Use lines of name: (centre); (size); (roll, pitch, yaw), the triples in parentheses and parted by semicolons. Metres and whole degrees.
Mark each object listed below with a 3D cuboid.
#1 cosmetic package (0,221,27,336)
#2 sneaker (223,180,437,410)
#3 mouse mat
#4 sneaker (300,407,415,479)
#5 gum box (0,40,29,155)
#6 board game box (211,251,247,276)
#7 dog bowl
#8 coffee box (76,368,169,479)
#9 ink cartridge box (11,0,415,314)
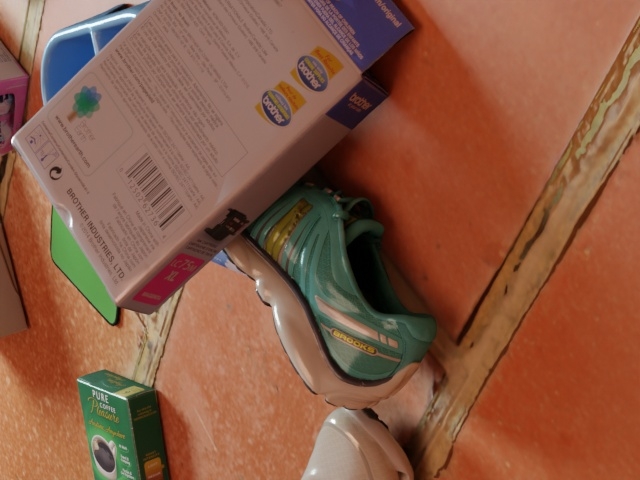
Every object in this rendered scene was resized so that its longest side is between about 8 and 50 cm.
cosmetic package: (-0.474, -0.022, 1.725); (0.160, 0.113, 0.310); (-6, 100, 55)
sneaker: (0.000, 0.000, 1.106); (0.110, 0.107, 0.275); (-46, 64, 26)
mouse mat: (-0.250, -0.019, 1.505); (0.152, 0.007, 0.190); (41, 133, 38)
sneaker: (0.005, 0.266, 1.171); (0.110, 0.118, 0.292); (39, 132, 42)
gum box: (-0.401, -0.186, 1.595); (0.188, 0.062, 0.107); (48, 139, 32)
board game box: (-0.103, -0.014, 1.254); (0.090, 0.020, 0.090); (20, 149, 50)
dog bowl: (-0.164, -0.137, 1.276); (0.297, 0.074, 0.166); (0, 103, 54)
coffee box: (-0.208, 0.239, 1.523); (0.113, 0.040, 0.184); (10, 112, 52)
ink cartridge box: (-0.081, -0.111, 1.086); (0.311, 0.065, 0.186); (-43, 64, 15)
